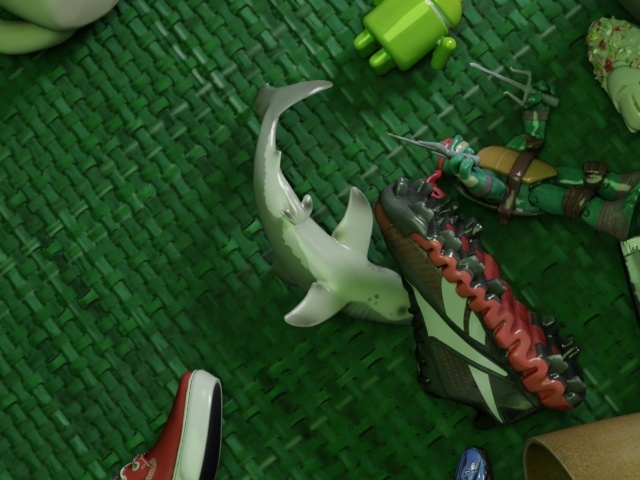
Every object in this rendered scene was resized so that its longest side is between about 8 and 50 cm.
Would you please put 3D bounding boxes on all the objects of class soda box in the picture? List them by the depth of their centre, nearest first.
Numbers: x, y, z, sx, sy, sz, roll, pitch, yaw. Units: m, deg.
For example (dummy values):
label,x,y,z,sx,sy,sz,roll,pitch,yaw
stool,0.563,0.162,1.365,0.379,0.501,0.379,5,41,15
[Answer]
label,x,y,z,sx,sy,sz,roll,pitch,yaw
soda box,0.319,0.074,1.453,0.053,0.060,0.169,-14,83,8

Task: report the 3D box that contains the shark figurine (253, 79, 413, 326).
label,x,y,z,sx,sy,sz,roll,pitch,yaw
shark figurine,-0.025,-0.013,1.497,0.166,0.116,0.278,-29,88,-30

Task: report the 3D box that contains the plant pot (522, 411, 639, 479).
label,x,y,z,sx,sy,sz,roll,pitch,yaw
plant pot,0.339,0.234,1.369,0.254,0.237,0.237,-21,81,-10

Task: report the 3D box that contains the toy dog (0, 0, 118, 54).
label,x,y,z,sx,sy,sz,roll,pitch,yaw
toy dog,-0.311,-0.422,1.515,0.408,0.395,0.284,44,47,10

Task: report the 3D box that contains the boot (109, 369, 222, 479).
label,x,y,z,sx,sy,sz,roll,pitch,yaw
boot,-0.193,0.229,1.499,0.176,0.088,0.244,13,89,11

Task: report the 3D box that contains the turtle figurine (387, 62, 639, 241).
label,x,y,z,sx,sy,sz,roll,pitch,yaw
turtle figurine,0.187,-0.072,1.465,0.234,0.118,0.175,19,46,14

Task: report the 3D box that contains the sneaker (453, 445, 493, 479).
label,x,y,z,sx,sy,sz,roll,pitch,yaw
sneaker,0.089,0.284,1.455,0.087,0.083,0.221,29,86,15

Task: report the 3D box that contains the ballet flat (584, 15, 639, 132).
label,x,y,z,sx,sy,sz,roll,pitch,yaw
ballet flat,0.329,-0.113,1.453,0.241,0.091,0.077,41,58,11

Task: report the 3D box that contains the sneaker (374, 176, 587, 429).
label,x,y,z,sx,sy,sz,roll,pitch,yaw
sneaker,0.119,0.069,1.428,0.135,0.097,0.276,-32,112,21

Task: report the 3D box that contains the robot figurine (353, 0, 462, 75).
label,x,y,z,sx,sy,sz,roll,pitch,yaw
robot figurine,0.086,-0.209,1.514,0.115,0.067,0.101,-41,75,2

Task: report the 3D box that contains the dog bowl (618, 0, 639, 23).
label,x,y,z,sx,sy,sz,roll,pitch,yaw
dog bowl,0.351,-0.221,1.378,0.265,0.265,0.104,45,93,10
